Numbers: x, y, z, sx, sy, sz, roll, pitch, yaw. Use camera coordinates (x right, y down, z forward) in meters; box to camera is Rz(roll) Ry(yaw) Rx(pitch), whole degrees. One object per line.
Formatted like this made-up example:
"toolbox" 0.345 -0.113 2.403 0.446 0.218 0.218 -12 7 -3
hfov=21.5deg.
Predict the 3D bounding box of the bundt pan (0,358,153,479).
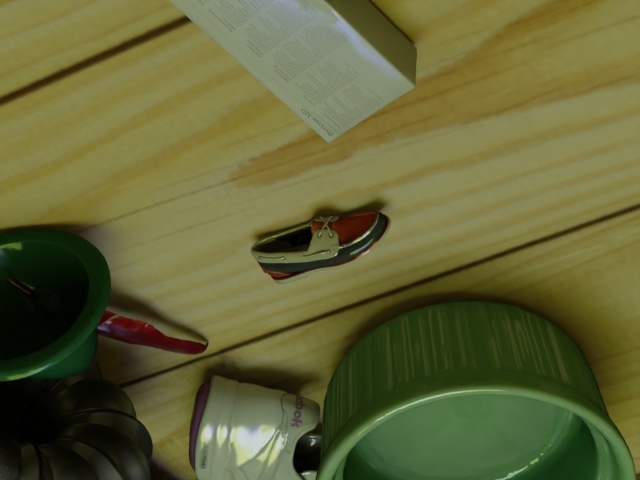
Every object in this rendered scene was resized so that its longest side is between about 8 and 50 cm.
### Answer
"bundt pan" -0.297 0.185 1.576 0.331 0.331 0.124 24 115 -17

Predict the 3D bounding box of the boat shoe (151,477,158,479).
"boat shoe" -0.302 0.355 1.815 0.335 0.121 0.119 -41 131 3

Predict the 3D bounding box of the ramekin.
"ramekin" 0.140 0.201 1.622 0.303 0.148 0.303 -2 128 -2

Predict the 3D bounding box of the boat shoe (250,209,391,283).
"boat shoe" 0.000 0.000 1.538 0.137 0.049 0.043 -21 127 30

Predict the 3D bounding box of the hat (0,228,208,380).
"hat" -0.248 0.108 1.590 0.208 0.173 0.183 3 143 18

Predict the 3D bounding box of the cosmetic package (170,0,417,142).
"cosmetic package" -0.036 -0.189 1.347 0.099 0.060 0.239 -32 123 28

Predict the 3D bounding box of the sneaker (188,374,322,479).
"sneaker" -0.060 0.269 1.754 0.152 0.114 0.305 4 134 2
